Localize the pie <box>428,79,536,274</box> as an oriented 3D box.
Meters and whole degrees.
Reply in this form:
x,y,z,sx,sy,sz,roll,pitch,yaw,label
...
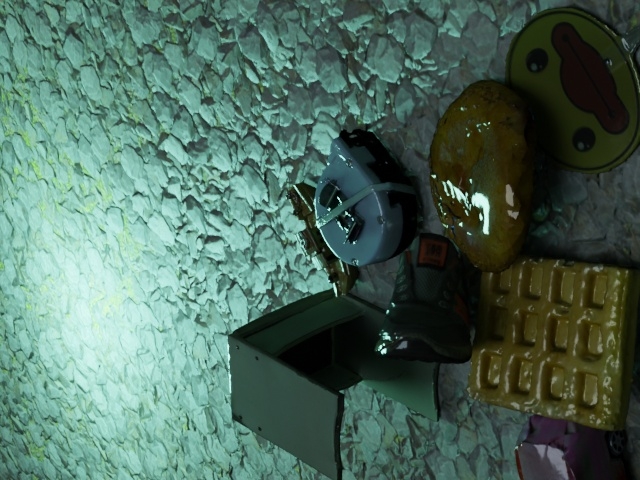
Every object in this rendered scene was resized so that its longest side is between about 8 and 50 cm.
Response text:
x,y,z,sx,sy,sz,roll,pitch,yaw,label
0.226,-0.087,1.638,0.273,0.069,0.274,180,90,-68,pie

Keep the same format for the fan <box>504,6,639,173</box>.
x,y,z,sx,sy,sz,roll,pitch,yaw,label
0.353,-0.213,1.518,0.230,0.011,0.335,61,143,9,fan

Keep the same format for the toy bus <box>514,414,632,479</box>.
x,y,z,sx,sy,sz,roll,pitch,yaw,label
0.374,0.377,1.675,0.127,0.147,0.303,-7,103,45,toy bus

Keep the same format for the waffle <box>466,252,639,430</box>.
x,y,z,sx,sy,sz,roll,pitch,yaw,label
0.322,0.133,1.627,0.247,0.055,0.221,8,92,46,waffle

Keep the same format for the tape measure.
x,y,z,sx,sy,sz,roll,pitch,yaw,label
0.068,-0.053,1.853,0.181,0.107,0.182,50,136,31,tape measure

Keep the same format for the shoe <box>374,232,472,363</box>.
x,y,z,sx,sy,sz,roll,pitch,yaw,label
0.159,0.076,1.692,0.132,0.336,0.171,4,96,10,shoe

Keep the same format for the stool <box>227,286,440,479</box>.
x,y,z,sx,sy,sz,roll,pitch,yaw,label
0.022,0.225,1.927,0.269,0.243,0.170,24,125,41,stool

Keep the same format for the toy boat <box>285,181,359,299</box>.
x,y,z,sx,sy,sz,roll,pitch,yaw,label
0.000,0.000,1.982,0.064,0.072,0.206,-31,82,53,toy boat
